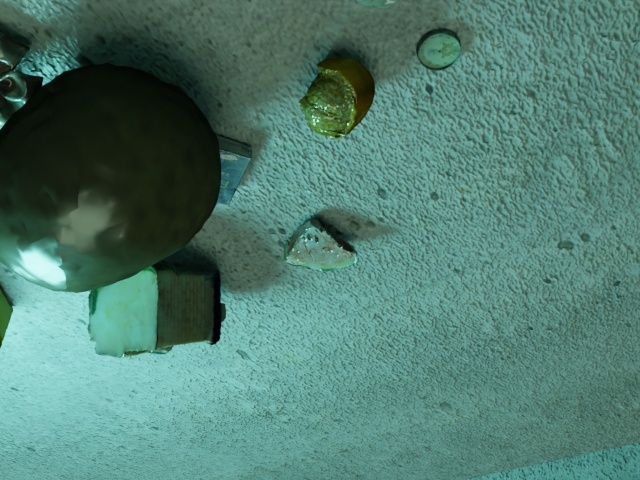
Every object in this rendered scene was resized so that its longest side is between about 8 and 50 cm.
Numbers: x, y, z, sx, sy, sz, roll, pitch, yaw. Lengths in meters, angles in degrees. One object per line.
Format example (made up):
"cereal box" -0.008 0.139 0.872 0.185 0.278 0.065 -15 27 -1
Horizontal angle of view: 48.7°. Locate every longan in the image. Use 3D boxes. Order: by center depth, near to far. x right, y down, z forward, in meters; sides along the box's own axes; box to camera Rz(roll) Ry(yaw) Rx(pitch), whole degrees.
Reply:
"longan" -0.395 -0.121 1.284 0.404 0.436 0.404 25 130 33

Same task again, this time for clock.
"clock" 0.223 -0.358 1.331 0.085 0.017 0.085 0 138 0

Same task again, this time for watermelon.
"watermelon" 0.000 0.000 1.693 0.187 0.071 0.139 1 132 10

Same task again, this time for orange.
"orange" 0.028 -0.271 1.336 0.156 0.134 0.156 -39 158 -20

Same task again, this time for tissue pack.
"tissue pack" -0.225 -0.152 1.527 0.112 0.051 0.156 15 135 -19

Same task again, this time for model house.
"model house" -0.390 0.170 1.777 0.298 0.243 0.284 -3 172 41

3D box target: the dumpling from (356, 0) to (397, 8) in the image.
"dumpling" 0.087 -0.432 1.164 0.188 0.127 0.108 16 130 -25

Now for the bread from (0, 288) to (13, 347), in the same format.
"bread" -0.849 0.124 1.689 0.245 0.233 0.362 20 133 -22

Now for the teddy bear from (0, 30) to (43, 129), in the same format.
"teddy bear" -0.750 -0.215 1.265 0.362 0.375 0.327 -12 111 36
